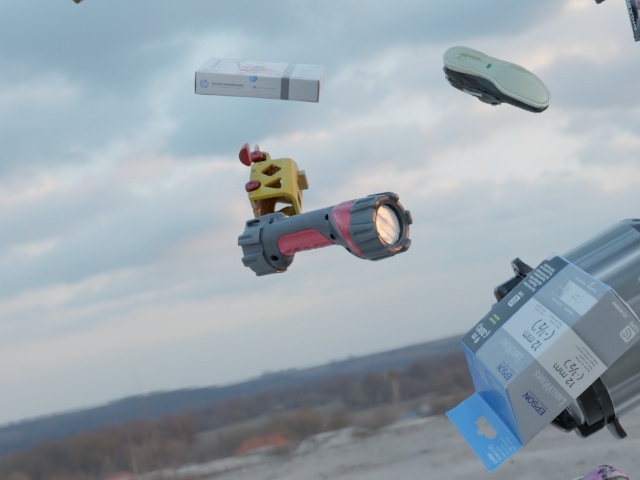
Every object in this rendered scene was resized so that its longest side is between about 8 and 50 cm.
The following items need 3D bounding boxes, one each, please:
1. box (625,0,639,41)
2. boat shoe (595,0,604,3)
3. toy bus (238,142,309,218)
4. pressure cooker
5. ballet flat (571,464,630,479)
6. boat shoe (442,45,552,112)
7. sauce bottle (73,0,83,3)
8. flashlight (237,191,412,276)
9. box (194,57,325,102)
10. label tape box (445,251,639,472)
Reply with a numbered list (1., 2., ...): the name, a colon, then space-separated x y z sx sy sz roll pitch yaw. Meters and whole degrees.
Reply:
1. box: 0.485 -0.411 1.560 0.051 0.220 0.175 -15 5 -4
2. boat shoe: 0.520 -0.613 2.225 0.102 0.108 0.301 -34 -59 27
3. toy bus: -0.076 -0.103 2.010 0.104 0.202 0.191 -9 -7 8
4. pressure cooker: 0.581 0.189 2.294 0.420 0.370 0.376 -30 -52 -1
5. ballet flat: 0.390 0.428 1.715 0.221 0.077 0.079 -29 17 -11
6. boat shoe: 0.343 -0.301 2.090 0.084 0.233 0.079 -46 -29 -31
7. sauce bottle: -0.386 -0.464 1.878 0.128 0.042 0.042 -34 -10 6
8. flashlight: 0.000 0.000 1.680 0.304 0.103 0.103 -15 37 42
9. box: -0.089 -0.248 1.656 0.186 0.038 0.145 3 18 3
10. label tape box: 0.348 0.198 1.834 0.347 0.115 0.249 -42 16 2
